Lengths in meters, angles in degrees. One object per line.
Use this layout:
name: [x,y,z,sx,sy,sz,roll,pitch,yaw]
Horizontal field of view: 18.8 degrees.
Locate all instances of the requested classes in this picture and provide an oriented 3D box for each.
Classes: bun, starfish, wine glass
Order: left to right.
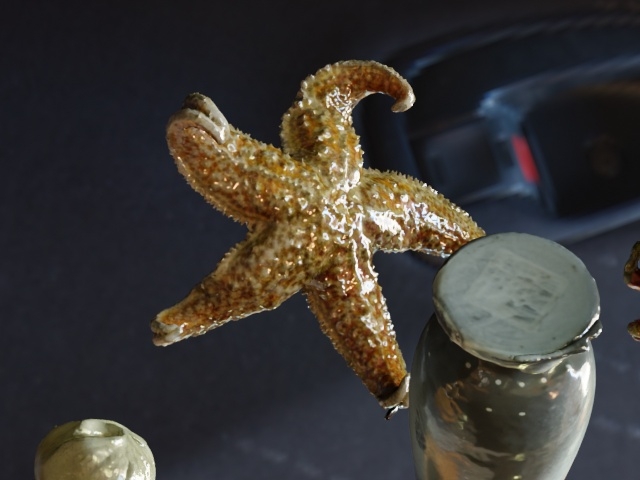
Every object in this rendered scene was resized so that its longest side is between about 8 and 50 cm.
bun: [-0.152,0.152,1.333,0.086,0.086,0.055,1,124,-40]
starfish: [0.000,0.002,1.573,0.312,0.303,0.113,-25,-176,-26]
wine glass: [0.108,0.092,1.166,0.111,0.111,0.204,-13,142,-11]

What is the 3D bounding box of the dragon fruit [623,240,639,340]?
dragon fruit: [0.405,0.061,2.083,0.166,0.160,0.172,-38,138,-47]
